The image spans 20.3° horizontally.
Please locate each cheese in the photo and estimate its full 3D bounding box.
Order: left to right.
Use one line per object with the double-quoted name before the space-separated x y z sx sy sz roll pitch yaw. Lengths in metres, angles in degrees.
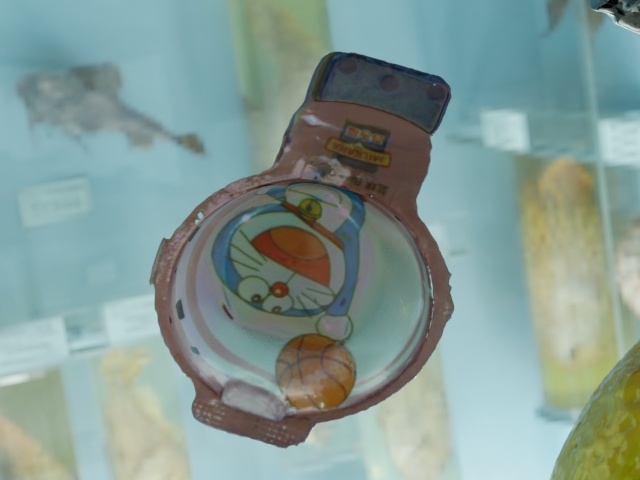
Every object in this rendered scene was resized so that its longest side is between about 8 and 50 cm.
"cheese" 0.000 0.000 1.119 0.188 0.074 0.286 18 -118 10

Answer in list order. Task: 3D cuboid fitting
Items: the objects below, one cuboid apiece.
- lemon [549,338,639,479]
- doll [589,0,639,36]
"lemon" 0.305 0.200 1.209 0.336 0.336 0.336 -8 -168 2
"doll" 0.301 -0.113 1.119 0.182 0.257 0.117 -43 -168 54
